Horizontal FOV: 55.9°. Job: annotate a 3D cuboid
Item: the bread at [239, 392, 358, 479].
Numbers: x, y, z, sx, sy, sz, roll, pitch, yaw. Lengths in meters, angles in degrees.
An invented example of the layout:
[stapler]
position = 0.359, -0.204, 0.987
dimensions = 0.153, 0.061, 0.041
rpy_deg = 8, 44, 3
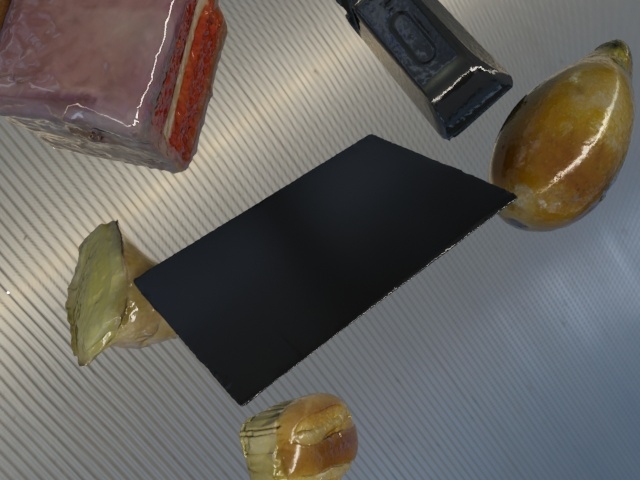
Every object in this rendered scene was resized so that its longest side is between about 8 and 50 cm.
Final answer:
[bread]
position = -0.021, 0.312, 0.934
dimensions = 0.236, 0.106, 0.139
rpy_deg = 12, 62, -64

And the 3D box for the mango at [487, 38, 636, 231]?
[mango]
position = 0.311, -0.138, 0.754
dimensions = 0.146, 0.192, 0.316
rpy_deg = 28, 58, 13

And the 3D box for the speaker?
[speaker]
position = 0.191, -0.409, 1.229
dimensions = 0.388, 0.180, 0.184
rpy_deg = 55, 20, 21

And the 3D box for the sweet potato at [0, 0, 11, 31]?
[sweet potato]
position = -0.456, -0.271, 0.809
dimensions = 0.072, 0.066, 0.314
rpy_deg = 16, 101, -7

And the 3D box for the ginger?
[ginger]
position = -0.224, 0.050, 0.720
dimensions = 0.123, 0.115, 0.193
rpy_deg = 12, 35, -36

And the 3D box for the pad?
[pad]
position = 0.000, 0.000, 0.545
dimensions = 0.300, 0.202, 0.005
rpy_deg = -35, 132, -22

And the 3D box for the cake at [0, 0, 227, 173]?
[cake]
position = -0.279, -0.268, 0.843
dimensions = 0.230, 0.237, 0.308
rpy_deg = 15, 81, 3
